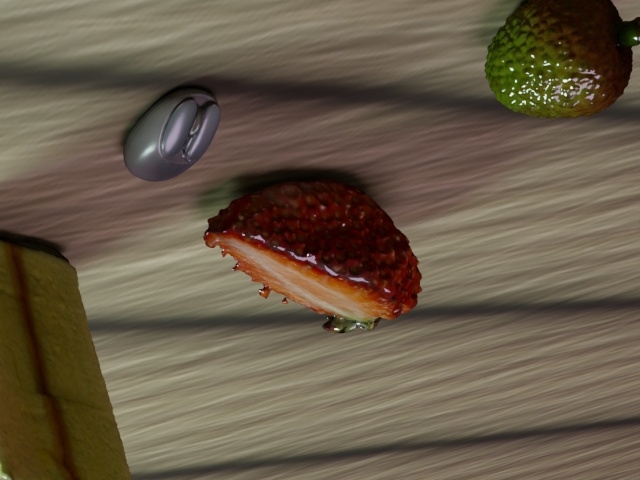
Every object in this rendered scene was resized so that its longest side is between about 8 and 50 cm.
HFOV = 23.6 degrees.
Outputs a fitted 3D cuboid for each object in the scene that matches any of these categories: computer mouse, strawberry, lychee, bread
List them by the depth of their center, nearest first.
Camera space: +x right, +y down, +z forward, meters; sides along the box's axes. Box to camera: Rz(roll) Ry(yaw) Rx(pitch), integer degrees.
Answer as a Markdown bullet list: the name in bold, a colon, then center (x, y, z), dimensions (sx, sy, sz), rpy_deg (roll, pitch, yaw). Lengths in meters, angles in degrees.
- **computer mouse**: center (-0.119, -0.081, 1.243), dimensions (0.066, 0.039, 0.096), rpy_deg (7, 141, -45)
- **bread**: center (-0.287, 0.133, 1.271), dimensions (0.163, 0.264, 0.168), rpy_deg (-36, 145, 23)
- **lychee**: center (0.206, -0.154, 1.273), dimensions (0.146, 0.114, 0.114), rpy_deg (-20, 157, 28)
- **strawberry**: center (0.006, 0.001, 1.438), dimensions (0.175, 0.106, 0.236), rpy_deg (10, 160, 20)
